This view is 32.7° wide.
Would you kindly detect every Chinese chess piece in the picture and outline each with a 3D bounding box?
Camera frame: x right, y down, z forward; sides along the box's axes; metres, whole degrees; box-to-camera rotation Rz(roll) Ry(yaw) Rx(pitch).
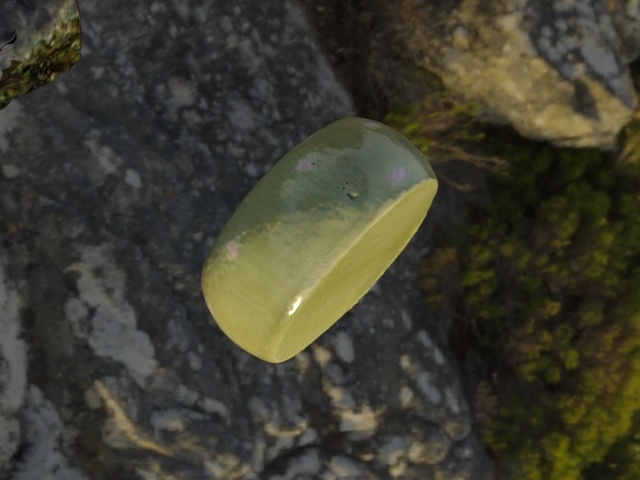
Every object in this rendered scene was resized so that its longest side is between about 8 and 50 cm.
[{"bbox_3d":[0.000,0.000,1.027,0.101,0.250,0.250,42,44,14],"label":"Chinese chess piece"}]

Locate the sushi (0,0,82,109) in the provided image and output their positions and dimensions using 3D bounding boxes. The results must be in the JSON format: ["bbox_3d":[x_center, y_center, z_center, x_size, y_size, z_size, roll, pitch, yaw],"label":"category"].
[{"bbox_3d":[-0.301,-0.194,0.757,0.171,0.350,0.211,-29,133,-19],"label":"sushi"}]
